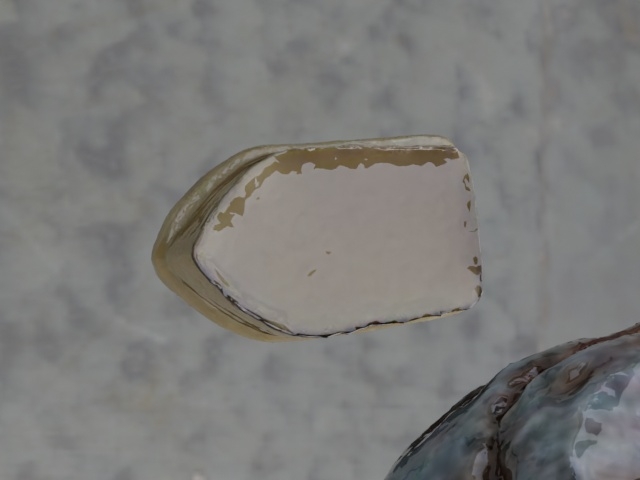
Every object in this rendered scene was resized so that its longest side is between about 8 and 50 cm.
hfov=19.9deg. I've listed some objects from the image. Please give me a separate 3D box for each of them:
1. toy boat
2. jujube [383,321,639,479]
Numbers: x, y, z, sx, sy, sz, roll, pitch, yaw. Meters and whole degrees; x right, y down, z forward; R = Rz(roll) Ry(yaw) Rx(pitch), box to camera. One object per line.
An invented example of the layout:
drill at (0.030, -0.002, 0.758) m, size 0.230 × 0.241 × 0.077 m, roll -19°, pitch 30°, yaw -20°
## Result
toy boat at (0.000, 0.000, 1.037) m, size 0.188 × 0.061 × 0.116 m, roll -7°, pitch 93°, yaw -13°
jujube at (0.162, 0.153, 0.755) m, size 0.308 × 0.215 × 0.246 m, roll 6°, pitch 56°, yaw -14°
